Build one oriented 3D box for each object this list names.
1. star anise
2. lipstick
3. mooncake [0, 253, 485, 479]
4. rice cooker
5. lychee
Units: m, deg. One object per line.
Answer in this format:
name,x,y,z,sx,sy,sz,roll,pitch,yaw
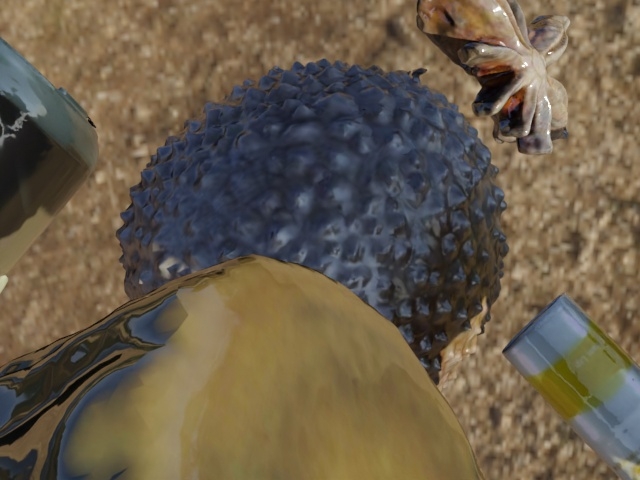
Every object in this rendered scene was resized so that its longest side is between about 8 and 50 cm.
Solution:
star anise,0.200,-0.186,1.674,0.110,0.257,0.198,-15,73,32
lipstick,0.222,0.145,0.953,0.264,0.059,0.059,46,61,4
mooncake,-0.037,0.161,0.604,0.161,0.290,0.290,-25,42,26
rice cooker,-0.442,-0.084,1.653,0.335,0.335,0.325,36,82,30
lychee,-0.002,0.004,1.170,0.300,0.300,0.300,-1,48,2
